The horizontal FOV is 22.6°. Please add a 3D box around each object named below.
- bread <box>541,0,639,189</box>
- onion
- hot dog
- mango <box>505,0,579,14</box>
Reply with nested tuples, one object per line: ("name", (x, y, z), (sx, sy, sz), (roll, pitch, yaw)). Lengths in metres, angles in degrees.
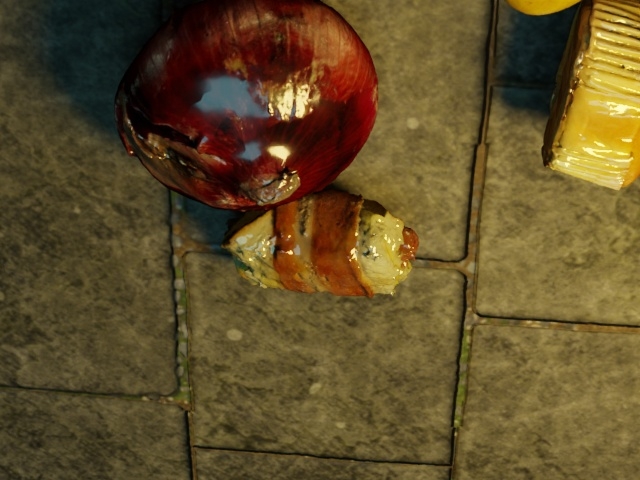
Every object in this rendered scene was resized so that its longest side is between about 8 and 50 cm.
("bread", (0.281, -0.144, 1.537), (0.114, 0.132, 0.190), (13, 134, -4))
("onion", (-0.073, -0.110, 1.572), (0.272, 0.195, 0.272), (-3, 141, -2))
("hot dog", (0.000, 0.000, 1.719), (0.213, 0.103, 0.146), (7, 156, 8))
("mango", (0.238, -0.305, 1.413), (0.167, 0.130, 0.262), (27, 134, -21))
